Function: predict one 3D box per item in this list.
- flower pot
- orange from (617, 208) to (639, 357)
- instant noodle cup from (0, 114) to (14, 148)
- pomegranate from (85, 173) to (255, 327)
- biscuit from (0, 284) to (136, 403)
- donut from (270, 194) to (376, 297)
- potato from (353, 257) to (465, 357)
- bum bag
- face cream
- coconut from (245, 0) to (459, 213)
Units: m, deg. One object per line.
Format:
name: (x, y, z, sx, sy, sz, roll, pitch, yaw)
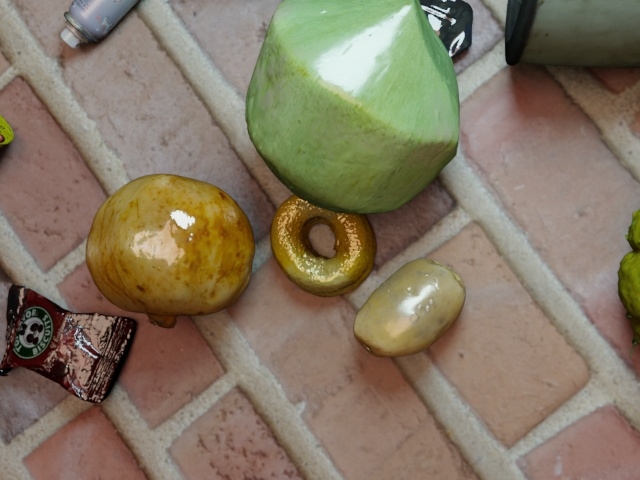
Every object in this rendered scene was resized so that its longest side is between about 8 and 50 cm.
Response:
flower pot: (0.427, -0.361, 0.965, 0.330, 0.293, 0.294, 8, 88, 8)
orange: (0.543, 0.055, 0.947, 0.301, 0.223, 0.300, 13, 95, 12)
instant noodle cup: (-0.631, -0.162, 1.234, 0.182, 0.182, 0.144, 41, 104, 11)
pomegranate: (-0.222, 0.018, 1.109, 0.248, 0.248, 0.248, -1, 86, 12)
biscuit: (-0.433, 0.171, 1.222, 0.235, 0.063, 0.151, 13, 78, 17)
donut: (0.000, 0.000, 1.140, 0.162, 0.065, 0.178, -41, 79, 6)
potato: (0.133, 0.101, 1.086, 0.178, 0.118, 0.109, -41, 115, -7)
bum bag: (0.084, -0.349, 1.142, 0.310, 0.074, 0.137, 24, 89, 10)
face cream: (-0.343, -0.412, 1.233, 0.229, 0.075, 0.075, -43, 79, 7)
coconut: (0.051, -0.199, 1.017, 0.328, 0.281, 0.329, 16, 111, 52)
